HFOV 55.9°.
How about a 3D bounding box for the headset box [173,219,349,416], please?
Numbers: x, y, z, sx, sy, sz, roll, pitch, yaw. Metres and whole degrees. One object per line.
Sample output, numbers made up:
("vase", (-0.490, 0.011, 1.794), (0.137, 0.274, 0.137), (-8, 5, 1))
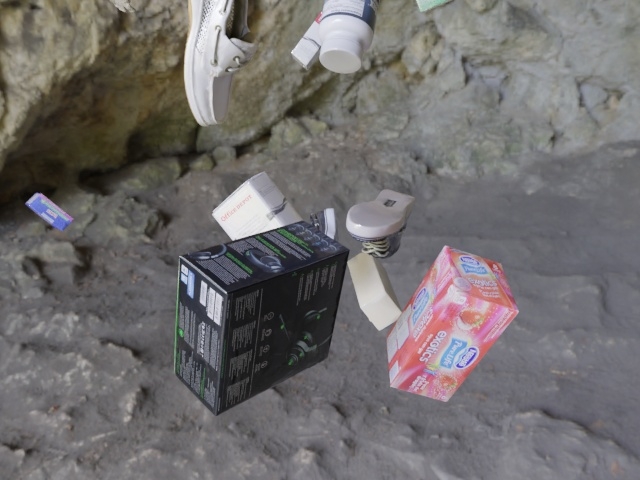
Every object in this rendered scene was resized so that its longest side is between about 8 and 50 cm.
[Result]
("headset box", (-0.094, 0.120, 1.040), (0.283, 0.247, 0.131), (-19, 39, -41))

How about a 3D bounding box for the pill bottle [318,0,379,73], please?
("pill bottle", (0.053, -0.418, 1.151), (0.107, 0.180, 0.108), (10, -15, 3))

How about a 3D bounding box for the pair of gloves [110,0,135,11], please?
("pair of gloves", (-0.496, -0.592, 1.275), (0.240, 0.204, 0.042), (26, 68, 22))

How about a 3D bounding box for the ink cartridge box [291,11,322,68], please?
("ink cartridge box", (-0.017, -0.536, 1.628), (0.056, 0.135, 0.099), (37, 6, -5))

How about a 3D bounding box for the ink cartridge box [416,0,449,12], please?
("ink cartridge box", (0.277, -0.663, 1.370), (0.180, 0.225, 0.056), (-16, 19, 28))

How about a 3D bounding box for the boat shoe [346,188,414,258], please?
("boat shoe", (0.146, -0.014, 1.489), (0.127, 0.158, 0.340), (19, 22, 20))

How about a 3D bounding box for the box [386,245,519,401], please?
("box", (0.266, 0.181, 1.282), (0.142, 0.300, 0.154), (18, 34, -12))

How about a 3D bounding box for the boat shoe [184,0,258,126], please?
("boat shoe", (-0.142, -0.294, 0.903), (0.096, 0.277, 0.098), (14, 36, 9))

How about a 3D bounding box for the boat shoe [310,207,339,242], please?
("boat shoe", (0.000, 0.000, 1.351), (0.076, 0.080, 0.229), (-8, 36, 6))

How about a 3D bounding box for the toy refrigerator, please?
("toy refrigerator", (0.154, 0.140, 1.783), (0.094, 0.102, 0.269), (-34, 25, 10))

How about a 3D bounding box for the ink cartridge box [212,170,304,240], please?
("ink cartridge box", (-0.140, -0.036, 1.496), (0.158, 0.218, 0.092), (-35, 7, 35))

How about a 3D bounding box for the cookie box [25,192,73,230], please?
("cookie box", (-0.625, -0.066, 1.389), (0.040, 0.092, 0.107), (-52, 27, -15))
